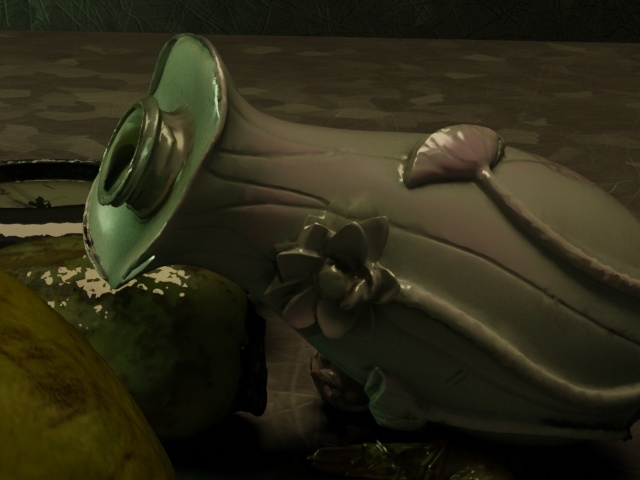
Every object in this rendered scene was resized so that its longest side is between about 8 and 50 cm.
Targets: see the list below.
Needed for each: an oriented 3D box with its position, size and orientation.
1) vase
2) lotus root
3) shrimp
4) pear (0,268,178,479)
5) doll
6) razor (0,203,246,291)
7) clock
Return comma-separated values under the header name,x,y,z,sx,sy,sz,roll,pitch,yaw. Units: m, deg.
name,x,y,z,sx,sy,sz,roll,pitch,yaw
vase,0.049,0.008,0.943,0.446,0.249,0.250,21,9,-27
lotus root,-0.196,0.083,1.007,0.309,0.173,0.173,3,18,7
shrimp,0.069,0.185,0.926,0.163,0.045,0.095,7,39,-2
pear,-0.227,0.139,0.652,0.375,0.287,0.287,21,14,-17
doll,0.023,0.113,1.085,0.084,0.073,0.127,-25,-6,38
razor,-0.209,0.017,1.185,0.349,0.113,0.204,-5,-9,-11
clock,-0.310,-0.021,1.424,0.325,0.067,0.325,3,19,-1
